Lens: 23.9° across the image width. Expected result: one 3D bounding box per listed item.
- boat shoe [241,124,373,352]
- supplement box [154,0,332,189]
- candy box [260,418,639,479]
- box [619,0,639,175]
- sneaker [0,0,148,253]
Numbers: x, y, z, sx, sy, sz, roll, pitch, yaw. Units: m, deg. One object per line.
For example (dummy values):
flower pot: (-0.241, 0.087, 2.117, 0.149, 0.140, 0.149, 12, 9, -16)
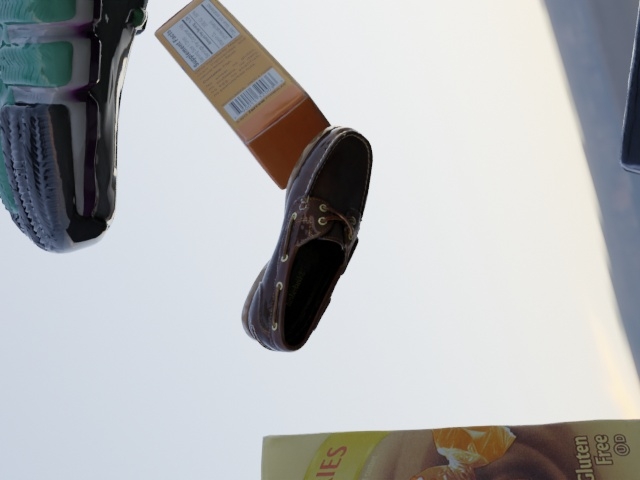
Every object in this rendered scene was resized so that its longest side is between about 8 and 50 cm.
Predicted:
boat shoe: (0.000, 0.000, 1.302, 0.073, 0.073, 0.207, 11, 80, 65)
supplement box: (-0.073, -0.148, 1.443, 0.078, 0.080, 0.233, 52, -179, -43)
candy box: (0.070, 0.223, 0.582, 0.087, 0.183, 0.316, 86, -179, -50)
box: (0.394, -0.305, 0.833, 0.472, 0.297, 0.480, -41, -40, -51)
sneaker: (-0.060, -0.108, 0.444, 0.083, 0.098, 0.223, 26, 125, 55)
